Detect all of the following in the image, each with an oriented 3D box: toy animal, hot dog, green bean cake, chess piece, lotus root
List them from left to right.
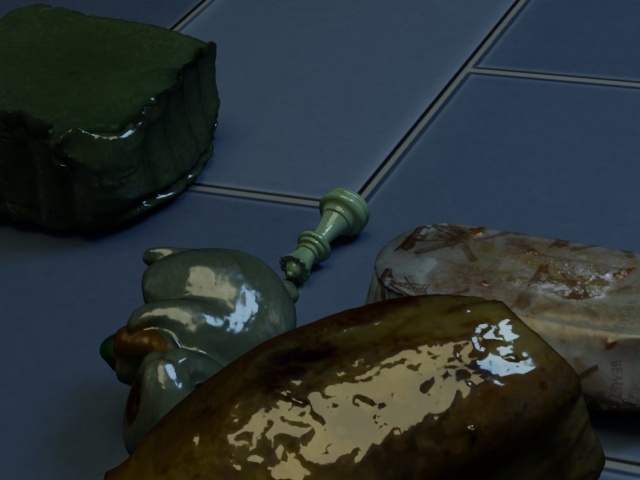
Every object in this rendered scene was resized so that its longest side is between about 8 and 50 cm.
[{"bbox_3d":[-0.214,-0.106,1.497,0.227,0.125,0.222,8,33,23],"label":"green bean cake"},{"bbox_3d":[-0.082,0.095,1.152,0.138,0.108,0.236,-7,32,3],"label":"toy animal"},{"bbox_3d":[0.000,0.000,1.351,0.042,0.042,0.093,12,43,30],"label":"chess piece"},{"bbox_3d":[0.009,0.130,1.013,0.291,0.193,0.193,-23,34,-11],"label":"lotus root"},{"bbox_3d":[0.152,0.055,1.188,0.268,0.075,0.144,15,44,29],"label":"hot dog"}]
